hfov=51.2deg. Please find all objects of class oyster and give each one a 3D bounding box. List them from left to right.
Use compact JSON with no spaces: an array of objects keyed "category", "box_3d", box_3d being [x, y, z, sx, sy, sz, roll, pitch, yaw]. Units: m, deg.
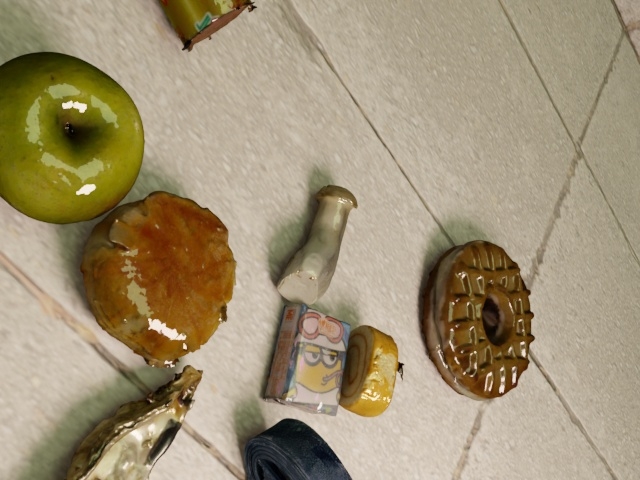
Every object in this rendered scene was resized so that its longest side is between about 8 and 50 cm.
[{"category":"oyster","box_3d":[-0.253,0.287,0.819,0.345,0.078,0.128,-56,141,-36]}]

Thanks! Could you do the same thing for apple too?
[{"category":"apple","box_3d":[-0.304,-0.115,0.772,0.196,0.157,0.196,11,74,-42]}]

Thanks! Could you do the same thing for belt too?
[{"category":"belt","box_3d":[-0.034,0.346,0.949,0.082,0.141,0.190,-19,57,-45]}]

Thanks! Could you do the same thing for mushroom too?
[{"category":"mushroom","box_3d":[0.002,0.002,1.104,0.223,0.081,0.092,-65,145,-33]}]

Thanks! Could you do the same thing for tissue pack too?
[{"category":"tissue pack","box_3d":[-0.018,0.191,1.060,0.115,0.065,0.155,28,65,-39]}]

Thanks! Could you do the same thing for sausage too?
[{"category":"sausage","box_3d":[-0.214,-0.439,0.936,0.317,0.125,0.117,62,7,-18]}]

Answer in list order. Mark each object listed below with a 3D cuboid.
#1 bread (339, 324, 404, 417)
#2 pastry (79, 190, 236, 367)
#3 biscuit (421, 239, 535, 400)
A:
[{"category":"bread","box_3d":[0.075,0.219,1.108,0.073,0.122,0.149,28,58,-24]},{"category":"pastry","box_3d":[-0.205,0.052,0.880,0.218,0.100,0.229,2,77,-48]},{"category":"biscuit","box_3d":[0.330,0.159,1.377,0.332,0.103,0.332,8,79,-43]}]
